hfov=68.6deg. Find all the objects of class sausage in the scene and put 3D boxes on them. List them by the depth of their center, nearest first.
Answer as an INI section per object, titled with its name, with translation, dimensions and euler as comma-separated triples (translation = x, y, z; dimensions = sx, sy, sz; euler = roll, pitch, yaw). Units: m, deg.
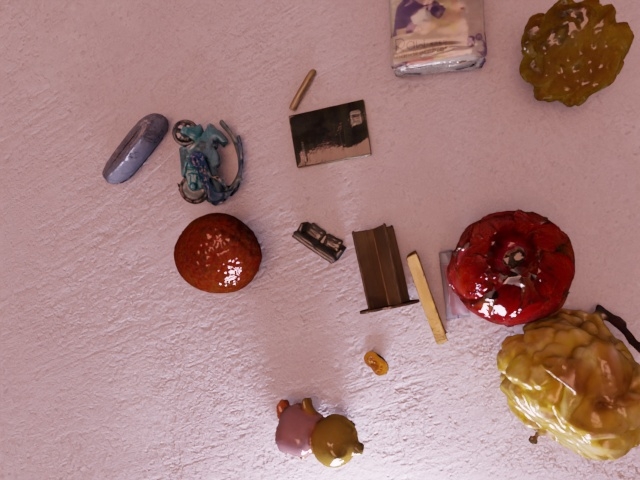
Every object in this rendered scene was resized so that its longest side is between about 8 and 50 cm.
[sausage]
translation = -0.052, -0.440, 1.369
dimensions = 0.024, 0.024, 0.132
euler = 34, 103, 11

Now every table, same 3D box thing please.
[table]
translation = 0.167, 0.074, 1.291
dimensions = 0.167, 0.167, 0.227
euler = -13, 83, 16

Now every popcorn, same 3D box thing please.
[popcorn]
translation = 0.615, 0.318, 1.123
dimensions = 0.349, 0.349, 0.382
euler = 39, 77, 10

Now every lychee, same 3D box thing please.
[lychee]
translation = -0.302, 0.043, 1.377
dimensions = 0.255, 0.255, 0.300
euler = 33, 136, 11

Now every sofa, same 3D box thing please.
[sofa]
translation = 0.000, 0.000, 1.359
dimensions = 0.147, 0.085, 0.060
euler = 34, 106, 11

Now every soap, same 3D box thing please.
[soap]
translation = 0.291, 0.152, 1.285
dimensions = 0.037, 0.092, 0.252
euler = -20, 89, 12

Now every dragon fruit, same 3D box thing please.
[dragon fruit]
translation = 0.461, 0.062, 1.143
dimensions = 0.295, 0.301, 0.296
euler = -7, 72, 21

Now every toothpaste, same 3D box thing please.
[toothpaste]
translation = 0.364, 0.123, 1.293
dimensions = 0.067, 0.043, 0.195
euler = -10, 98, 14

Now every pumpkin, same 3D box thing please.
[pumpkin]
translation = 0.166, 0.356, 1.370
dimensions = 0.083, 0.028, 0.050
euler = 43, 106, 17

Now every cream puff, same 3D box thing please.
[cream puff]
translation = 0.586, -0.438, 1.098
dimensions = 0.244, 0.196, 0.244
euler = 11, 108, 37

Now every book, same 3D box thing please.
[book]
translation = 0.026, -0.306, 1.358
dimensions = 0.228, 0.024, 0.160
euler = -8, 91, 16

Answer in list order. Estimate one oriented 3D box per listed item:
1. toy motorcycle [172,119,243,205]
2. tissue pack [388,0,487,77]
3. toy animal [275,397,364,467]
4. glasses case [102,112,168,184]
[toy motorcycle]
translation = -0.334, -0.238, 1.413
dimensions = 0.205, 0.154, 0.260
euler = -6, 89, -7
[tissue pack]
translation = 0.298, -0.608, 1.205
dimensions = 0.242, 0.125, 0.344
euler = -2, 96, 15
[toy animal]
translation = -0.007, 0.564, 1.364
dimensions = 0.281, 0.169, 0.196
euler = 6, 99, 16
[glasses case]
translation = -0.587, -0.289, 1.488
dimensions = 0.067, 0.109, 0.282
euler = 45, 104, 10
